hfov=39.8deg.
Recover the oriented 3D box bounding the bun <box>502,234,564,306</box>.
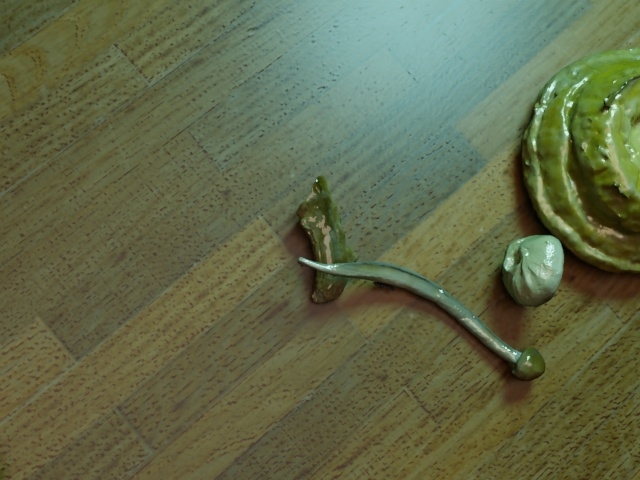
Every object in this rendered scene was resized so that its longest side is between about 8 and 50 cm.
[{"bbox_3d":[0.232,0.031,0.988,0.055,0.086,0.086,16,77,-13],"label":"bun"}]

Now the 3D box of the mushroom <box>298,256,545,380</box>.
[{"bbox_3d":[0.116,0.071,0.972,0.306,0.068,0.043,28,103,-10],"label":"mushroom"}]

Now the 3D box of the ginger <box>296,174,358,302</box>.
[{"bbox_3d":[0.005,-0.002,0.973,0.044,0.057,0.137,-13,91,32],"label":"ginger"}]

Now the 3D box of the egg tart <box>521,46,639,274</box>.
[{"bbox_3d":[0.379,-0.099,1.025,0.290,0.115,0.290,2,81,-11],"label":"egg tart"}]
